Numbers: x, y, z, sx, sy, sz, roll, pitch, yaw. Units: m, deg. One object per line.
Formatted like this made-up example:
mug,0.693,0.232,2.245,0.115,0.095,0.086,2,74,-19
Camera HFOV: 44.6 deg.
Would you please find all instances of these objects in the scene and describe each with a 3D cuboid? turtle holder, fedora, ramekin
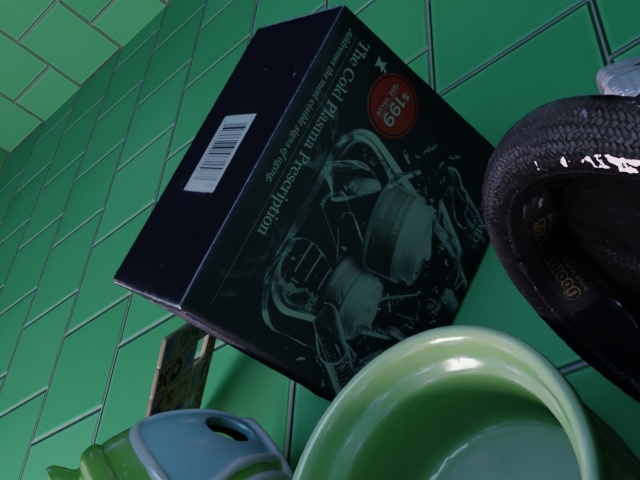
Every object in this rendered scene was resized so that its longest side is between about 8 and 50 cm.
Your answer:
turtle holder,-0.131,0.303,0.823,0.227,0.243,0.320,-25,4,-21
fedora,0.280,0.003,0.524,0.152,0.334,0.334,-48,29,-21
ramekin,0.122,0.237,0.642,0.303,0.148,0.303,-33,38,30

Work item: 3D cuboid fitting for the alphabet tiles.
alphabet tiles,-0.189,0.211,1.037,0.198,0.009,0.237,-36,-39,-74

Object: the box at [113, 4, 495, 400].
box,0.009,-0.019,0.873,0.179,0.312,0.343,9,69,55

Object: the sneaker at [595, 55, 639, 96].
sneaker,0.325,-0.097,0.731,0.101,0.153,0.268,-14,12,26
